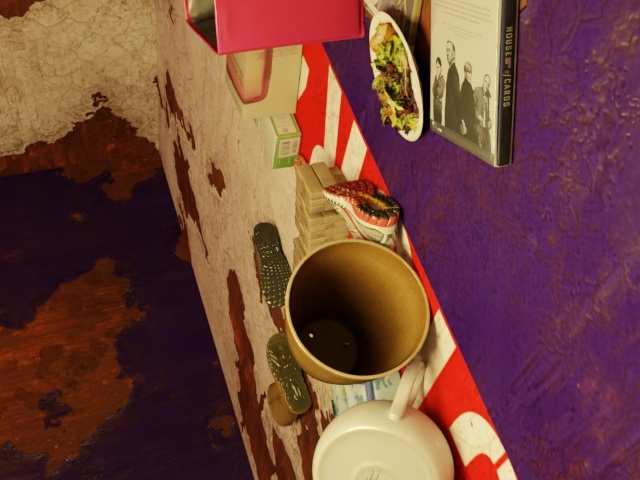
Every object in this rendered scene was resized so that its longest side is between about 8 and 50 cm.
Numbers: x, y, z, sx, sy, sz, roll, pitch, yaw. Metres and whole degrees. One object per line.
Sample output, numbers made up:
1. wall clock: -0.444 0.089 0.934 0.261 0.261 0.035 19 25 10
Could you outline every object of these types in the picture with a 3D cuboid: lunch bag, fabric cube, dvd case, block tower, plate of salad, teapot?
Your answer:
1. lunch bag: 0.088 0.296 1.670 0.219 0.090 0.176 -174 77 -71
2. fabric cube: -0.089 -0.475 1.437 0.259 0.258 0.254 -127 31 -56
3. dvd case: 0.190 -0.232 1.083 0.179 0.030 0.238 -131 34 -59
4. block tower: 0.000 0.000 1.750 0.335 0.091 0.097 94 158 -43
5. plate of salad: 0.104 -0.243 1.286 0.200 0.048 0.199 161 90 -79
6. teapot: 0.118 0.366 1.454 0.252 0.256 0.187 58 -156 -4
7. dvd case: 0.110 -0.403 1.247 0.221 0.018 0.164 95 156 -45

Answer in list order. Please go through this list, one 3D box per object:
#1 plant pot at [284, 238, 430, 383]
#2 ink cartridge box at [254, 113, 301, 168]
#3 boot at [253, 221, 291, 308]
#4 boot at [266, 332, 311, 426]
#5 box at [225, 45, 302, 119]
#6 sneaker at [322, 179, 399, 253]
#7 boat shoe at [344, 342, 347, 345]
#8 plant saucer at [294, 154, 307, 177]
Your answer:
1. plant pot: 0.038 0.156 1.474 0.254 0.237 0.237 115 140 -63
2. ink cartridge box: -0.107 -0.278 1.961 0.109 0.062 0.209 102 152 -53
3. boot: -0.129 0.083 2.280 0.161 0.084 0.246 100 159 -66
4. boot: -0.112 0.396 2.386 0.269 0.089 0.236 125 132 -69
5. box: -0.124 -0.395 1.826 0.232 0.127 0.148 99 153 -49
6. sneaker: 0.067 -0.044 1.509 0.225 0.088 0.092 -131 32 -59
7. boat shoe: -0.003 0.165 1.877 0.254 0.095 0.079 38 127 52
8. plant saucer: -0.040 -0.151 1.912 0.083 0.013 0.083 169 90 -72
